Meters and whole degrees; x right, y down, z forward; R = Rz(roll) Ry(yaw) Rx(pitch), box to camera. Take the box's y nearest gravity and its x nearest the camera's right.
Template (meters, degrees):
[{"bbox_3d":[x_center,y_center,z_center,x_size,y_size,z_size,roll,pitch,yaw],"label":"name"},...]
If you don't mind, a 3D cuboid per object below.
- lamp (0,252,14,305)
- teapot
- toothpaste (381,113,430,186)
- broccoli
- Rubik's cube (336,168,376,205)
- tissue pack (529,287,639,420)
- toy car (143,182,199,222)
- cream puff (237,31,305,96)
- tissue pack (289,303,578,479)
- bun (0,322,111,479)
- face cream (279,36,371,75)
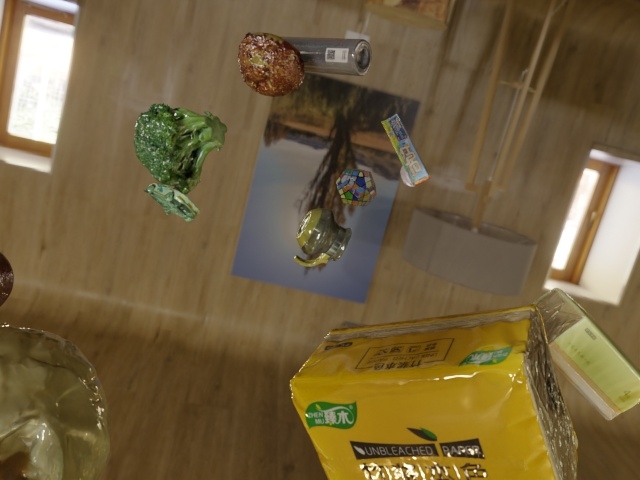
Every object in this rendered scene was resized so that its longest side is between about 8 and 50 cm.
[{"bbox_3d":[-0.808,0.095,1.294,0.180,0.180,0.258,15,-176,3],"label":"lamp"},{"bbox_3d":[0.000,0.000,1.471,0.119,0.165,0.130,28,-156,-12],"label":"teapot"},{"bbox_3d":[0.217,-0.236,1.542,0.070,0.193,0.044,-27,163,14],"label":"toothpaste"},{"bbox_3d":[-0.388,-0.264,1.605,0.246,0.264,0.294,-19,-172,17],"label":"broccoli"},{"bbox_3d":[0.096,-0.141,1.535,0.093,0.111,0.111,-19,-176,12],"label":"Rubik's cube"},{"bbox_3d":[0.544,0.232,1.202,0.234,0.125,0.159,45,-167,-12],"label":"tissue pack"},{"bbox_3d":[-0.358,-0.102,1.398,0.186,0.058,0.093,20,157,47],"label":"toy car"},{"bbox_3d":[-0.105,-0.345,1.159,0.149,0.084,0.149,18,159,7],"label":"cream puff"},{"bbox_3d":[0.185,0.283,0.939,0.382,0.293,0.228,-12,-162,31],"label":"tissue pack"},{"bbox_3d":[-0.422,0.261,0.722,0.202,0.363,0.364,-14,170,39],"label":"bun"},{"bbox_3d":[-0.026,-0.399,1.249,0.284,0.073,0.073,15,-171,33],"label":"face cream"}]
